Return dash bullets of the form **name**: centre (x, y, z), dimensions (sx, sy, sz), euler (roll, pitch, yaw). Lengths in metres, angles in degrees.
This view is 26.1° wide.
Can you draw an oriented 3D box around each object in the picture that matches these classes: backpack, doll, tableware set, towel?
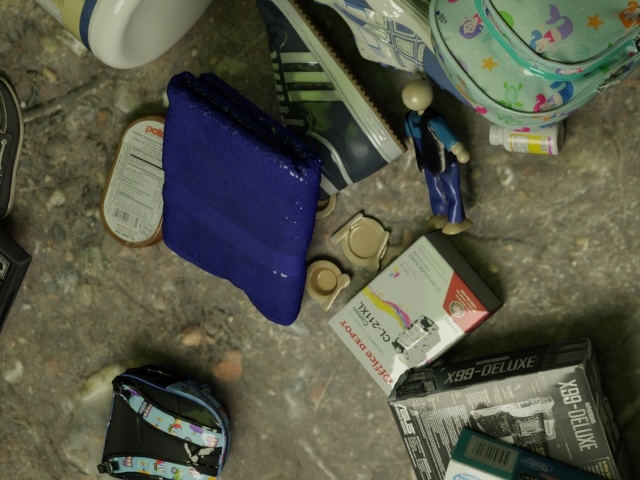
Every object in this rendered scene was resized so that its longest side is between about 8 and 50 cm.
- **backpack**: centre (-0.192, 0.257, 1.842), dimensions (0.173, 0.117, 0.158), euler (15, 102, 21)
- **doll**: centre (0.139, -0.104, 1.654), dimensions (0.129, 0.046, 0.189), euler (22, 132, 62)
- **tableware set**: centre (0.000, 0.000, 1.781), dimensions (0.168, 0.020, 0.141), euler (42, 110, 13)
- **backpack**: centre (0.249, -0.250, 1.517), dimensions (0.253, 0.191, 0.225), euler (-38, 84, 4)
- **towel**: centre (-0.096, -0.053, 1.701), dimensions (0.227, 0.076, 0.308), euler (34, 146, 18)

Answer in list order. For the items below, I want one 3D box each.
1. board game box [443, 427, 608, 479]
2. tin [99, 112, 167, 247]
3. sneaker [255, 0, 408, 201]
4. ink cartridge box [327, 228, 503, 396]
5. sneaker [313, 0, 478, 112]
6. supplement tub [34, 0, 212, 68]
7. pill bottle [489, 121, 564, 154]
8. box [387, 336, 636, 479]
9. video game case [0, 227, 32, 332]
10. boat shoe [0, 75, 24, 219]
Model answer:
- **board game box**: centre (0.235, 0.415, 1.614), dimensions (0.253, 0.079, 0.336), euler (19, 116, 11)
- **tin**: centre (-0.234, -0.079, 1.861), dimensions (0.106, 0.040, 0.190), euler (24, 105, 14)
- **sneaker**: centre (-0.033, -0.181, 1.715), dimensions (0.153, 0.099, 0.282), euler (-37, 85, 10)
- **ink cartridge box**: centre (0.116, 0.091, 1.715), dimensions (0.175, 0.072, 0.127), euler (-43, 81, 21)
- **sneaker**: centre (0.116, -0.251, 1.669), dimensions (0.296, 0.112, 0.131), euler (47, 139, 3)
- **supplement tub**: centre (-0.296, -0.393, 1.739), dimensions (0.316, 0.228, 0.228), euler (42, 110, 13)
- **pill bottle**: centre (0.246, -0.126, 1.647), dimensions (0.083, 0.043, 0.043), euler (7, 100, 22)
- **box**: centre (0.244, 0.285, 1.646), dimensions (0.242, 0.076, 0.307), euler (-15, 106, 24)
- **video game case**: centre (-0.549, 0.027, 1.970), dimensions (0.275, 0.035, 0.248), euler (40, 127, 13)
- **boat shoe**: centre (-0.465, -0.128, 1.934), dimensions (0.075, 0.065, 0.206), euler (7, 100, 22)
